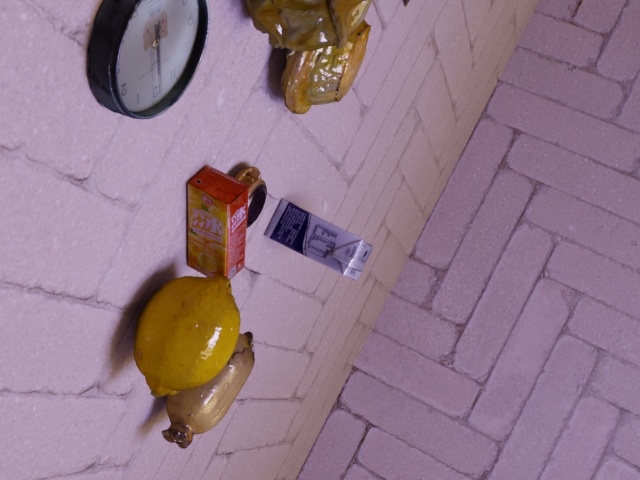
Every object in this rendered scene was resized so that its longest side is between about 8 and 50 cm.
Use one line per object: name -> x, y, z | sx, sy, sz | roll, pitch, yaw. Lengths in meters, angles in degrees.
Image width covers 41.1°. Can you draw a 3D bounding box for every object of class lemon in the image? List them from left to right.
lemon -> -0.248, 0.173, 1.580 | 0.257, 0.188, 0.188 | -58, 162, -7

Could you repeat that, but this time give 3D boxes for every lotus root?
lotus root -> -0.250, 0.317, 1.874 | 0.303, 0.131, 0.146 | -55, 138, -30

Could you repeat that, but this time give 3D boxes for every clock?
clock -> -0.236, -0.279, 1.205 | 0.226, 0.049, 0.226 | -53, 158, -31

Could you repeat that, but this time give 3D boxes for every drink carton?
drink carton -> -0.194, -0.025, 1.604 | 0.071, 0.096, 0.223 | -48, 157, -40
drink carton -> 0.001, 0.001, 1.990 | 0.102, 0.222, 0.134 | -63, 163, -3

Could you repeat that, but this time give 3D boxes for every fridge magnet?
fridge magnet -> -0.153, -0.079, 1.702 | 0.143, 0.063, 0.143 | -56, 160, -33

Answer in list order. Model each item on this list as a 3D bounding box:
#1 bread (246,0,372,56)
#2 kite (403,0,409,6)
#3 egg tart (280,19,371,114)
bread -> -0.023, -0.435, 1.349 | 0.252, 0.238, 0.196 | 53, 27, -65
kite -> 0.230, -0.647, 2.091 | 0.183, 0.010, 0.160 | -37, 152, -49
egg tart -> 0.015, -0.363, 1.676 | 0.288, 0.118, 0.288 | 23, 90, -84
